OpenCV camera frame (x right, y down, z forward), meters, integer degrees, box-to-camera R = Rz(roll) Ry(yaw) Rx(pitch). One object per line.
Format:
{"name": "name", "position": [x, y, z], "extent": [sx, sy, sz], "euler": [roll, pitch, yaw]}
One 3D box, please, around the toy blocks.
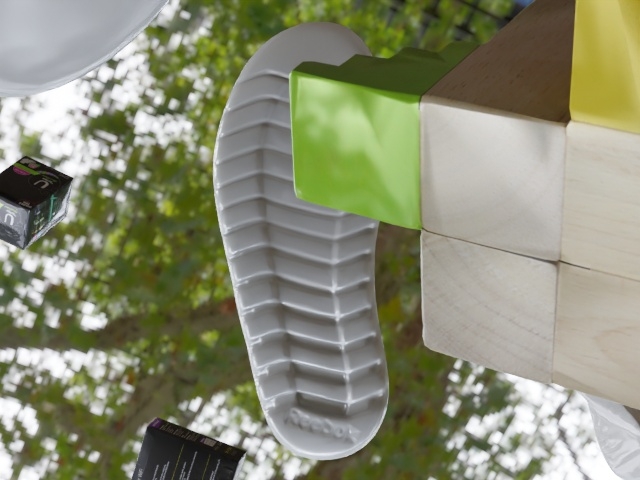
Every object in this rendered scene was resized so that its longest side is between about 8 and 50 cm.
{"name": "toy blocks", "position": [0.221, -0.032, 0.444], "extent": [0.381, 0.191, 0.261], "euler": [15, -144, 27]}

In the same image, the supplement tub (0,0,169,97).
{"name": "supplement tub", "position": [-0.231, -0.250, 0.697], "extent": [0.325, 0.235, 0.235], "euler": [40, -154, 19]}

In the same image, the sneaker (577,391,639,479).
{"name": "sneaker", "position": [0.313, 0.144, 1.361], "extent": [0.094, 0.080, 0.212], "euler": [-4, -104, -52]}

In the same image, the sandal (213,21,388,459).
{"name": "sandal", "position": [-0.016, 0.000, 1.253], "extent": [0.169, 0.416, 0.102], "euler": [0, 177, 3]}

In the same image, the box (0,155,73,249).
{"name": "box", "position": [-0.300, -0.039, 1.308], "extent": [0.062, 0.052, 0.083], "euler": [24, -146, 12]}

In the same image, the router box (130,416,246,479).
{"name": "router box", "position": [-0.188, 0.342, 1.717], "extent": [0.133, 0.179, 0.046], "euler": [20, -168, 7]}
